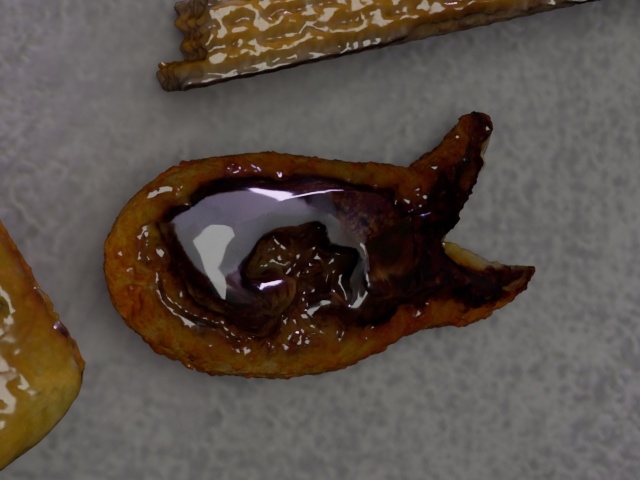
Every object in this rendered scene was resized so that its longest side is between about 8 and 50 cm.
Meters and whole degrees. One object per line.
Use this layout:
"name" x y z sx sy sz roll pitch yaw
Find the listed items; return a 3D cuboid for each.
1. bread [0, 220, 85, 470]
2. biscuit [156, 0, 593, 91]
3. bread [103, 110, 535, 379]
"bread" -0.223 0.043 1.027 0.132 0.294 0.167 -44 100 -17
"biscuit" 0.084 -0.156 1.213 0.378 0.094 0.054 -14 96 -13
"bread" -0.001 0.009 1.191 0.269 0.095 0.139 -11 92 -28
